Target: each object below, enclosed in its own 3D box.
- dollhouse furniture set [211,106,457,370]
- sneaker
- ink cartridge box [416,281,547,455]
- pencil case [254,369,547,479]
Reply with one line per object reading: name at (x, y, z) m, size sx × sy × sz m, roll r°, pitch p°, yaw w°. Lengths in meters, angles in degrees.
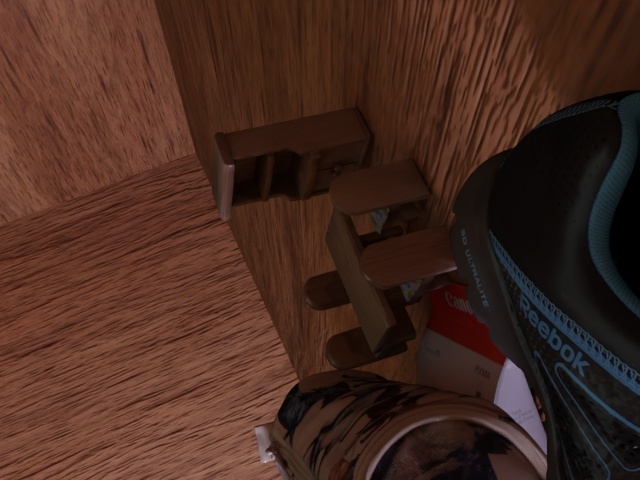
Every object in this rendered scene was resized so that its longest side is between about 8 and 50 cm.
dollhouse furniture set at (0.000, 0.000, 0.749) m, size 0.212 × 0.160 × 0.242 m, roll 107°, pitch 145°, yaw -59°
sneaker at (0.167, 0.097, 0.320) m, size 0.341 × 0.125 × 0.140 m, roll 64°, pitch 164°, yaw 9°
ink cartridge box at (0.136, 0.126, 0.708) m, size 0.233 × 0.066 × 0.189 m, roll 65°, pitch 170°, yaw -8°
pencil case at (0.056, 0.207, 0.648) m, size 0.410 × 0.183 × 0.160 m, roll 151°, pitch 101°, yaw -78°
